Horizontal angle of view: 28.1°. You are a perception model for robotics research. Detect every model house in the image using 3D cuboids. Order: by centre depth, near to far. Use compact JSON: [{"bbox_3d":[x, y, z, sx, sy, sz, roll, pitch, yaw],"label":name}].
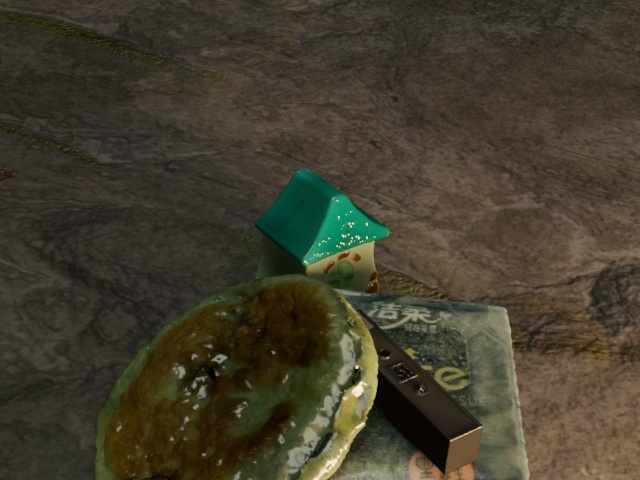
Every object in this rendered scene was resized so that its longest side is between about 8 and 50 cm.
[{"bbox_3d":[0.000,0.000,1.474,0.127,0.149,0.100,-20,39,-33],"label":"model house"}]

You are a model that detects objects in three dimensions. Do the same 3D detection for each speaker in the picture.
[{"bbox_3d":[0.075,0.137,1.193,0.040,0.046,0.191,-18,41,-29],"label":"speaker"}]

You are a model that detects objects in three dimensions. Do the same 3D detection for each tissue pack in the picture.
[{"bbox_3d":[0.081,0.180,1.261,0.228,0.103,0.315,6,34,-3],"label":"tissue pack"}]

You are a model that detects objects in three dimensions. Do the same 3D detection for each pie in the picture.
[{"bbox_3d":[-0.080,0.155,1.174,0.302,0.067,0.302,-20,43,19],"label":"pie"}]

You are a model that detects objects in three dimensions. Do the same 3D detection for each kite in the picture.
[{"bbox_3d":[-0.437,-0.084,1.644,0.078,0.002,0.044,-9,37,-25],"label":"kite"}]
